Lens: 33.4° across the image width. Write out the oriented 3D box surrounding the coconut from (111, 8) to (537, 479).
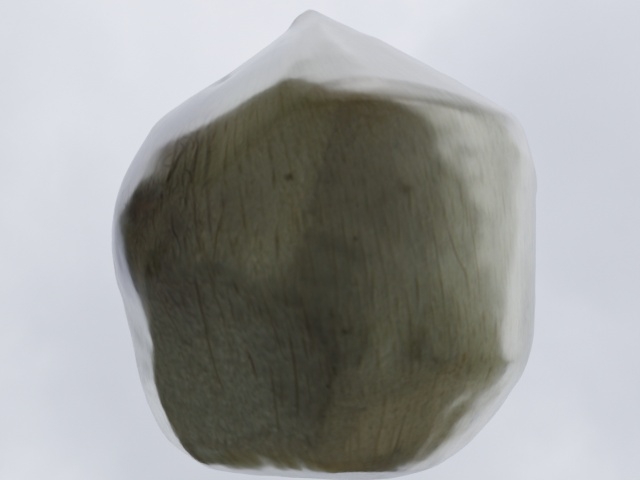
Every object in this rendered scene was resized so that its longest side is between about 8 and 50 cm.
[{"bbox_3d":[0.000,0.000,0.505,0.224,0.224,0.224,6,-67,15],"label":"coconut"}]
